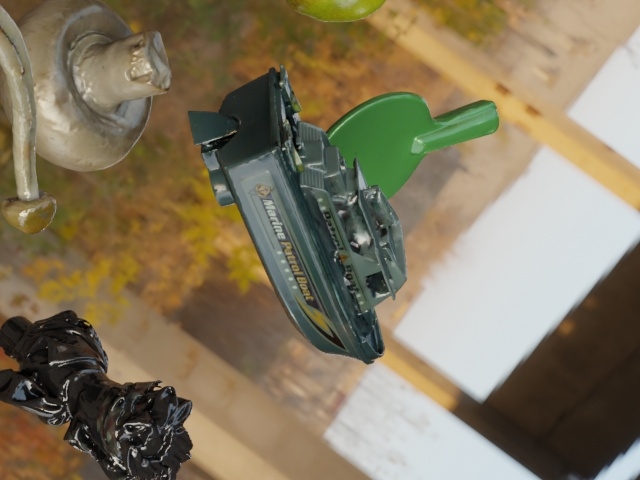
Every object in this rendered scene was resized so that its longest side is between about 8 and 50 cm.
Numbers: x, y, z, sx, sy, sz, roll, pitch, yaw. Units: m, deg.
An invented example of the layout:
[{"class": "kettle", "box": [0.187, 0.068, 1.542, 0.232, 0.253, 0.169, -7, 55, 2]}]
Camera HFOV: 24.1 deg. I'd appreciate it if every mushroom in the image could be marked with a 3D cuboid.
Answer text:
[{"class": "mushroom", "box": [-0.241, -0.120, 1.067, 0.306, 0.043, 0.068, 76, 34, -47]}, {"class": "mushroom", "box": [-0.255, -0.184, 1.699, 0.204, 0.204, 0.204, -53, 178, -2]}]

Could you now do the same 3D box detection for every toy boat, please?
[{"class": "toy boat", "box": [0.003, -0.002, 1.243, 0.122, 0.296, 0.114, -16, -140, 12]}]

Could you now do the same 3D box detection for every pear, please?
[{"class": "pear", "box": [0.012, -0.220, 1.211, 0.097, 0.092, 0.092, -27, 174, -8]}]

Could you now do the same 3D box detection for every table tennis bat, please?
[{"class": "table tennis bat", "box": [0.082, -0.098, 1.546, 0.257, 0.039, 0.160, -20, 142, -30]}]

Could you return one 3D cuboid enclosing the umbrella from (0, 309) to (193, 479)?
[{"class": "umbrella", "box": [-0.247, 0.156, 1.545, 0.122, 0.272, 0.110, -53, 145, -7]}]
